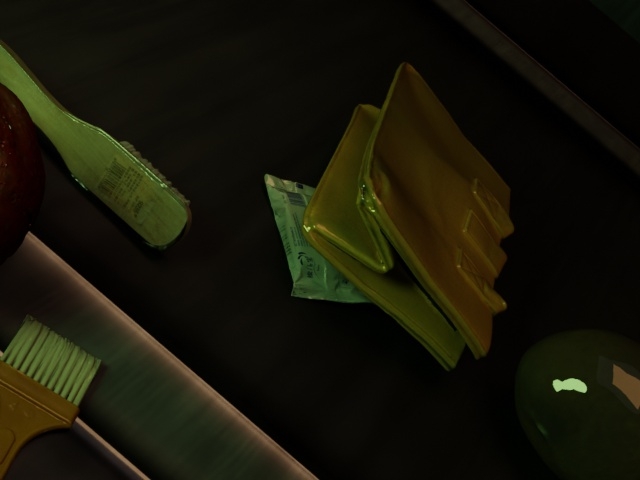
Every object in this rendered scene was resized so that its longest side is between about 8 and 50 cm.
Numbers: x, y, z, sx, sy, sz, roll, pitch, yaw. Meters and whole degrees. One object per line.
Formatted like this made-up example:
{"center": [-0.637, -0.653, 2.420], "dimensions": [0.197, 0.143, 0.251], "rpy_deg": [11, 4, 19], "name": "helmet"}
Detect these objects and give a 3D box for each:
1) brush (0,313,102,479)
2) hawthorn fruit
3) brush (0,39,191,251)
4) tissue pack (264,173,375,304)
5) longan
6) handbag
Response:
{"center": [-0.271, 0.182, 0.813], "dimensions": [0.090, 0.017, 0.314], "rpy_deg": [33, 37, -10], "name": "brush"}
{"center": [-0.322, -0.037, 0.872], "dimensions": [0.181, 0.181, 0.235], "rpy_deg": [-4, 63, -45], "name": "hawthorn fruit"}
{"center": [-0.264, -0.114, 1.106], "dimensions": [0.327, 0.070, 0.065], "rpy_deg": [41, 17, 5], "name": "brush"}
{"center": [0.000, 0.000, 1.248], "dimensions": [0.122, 0.026, 0.193], "rpy_deg": [13, 43, -32], "name": "tissue pack"}
{"center": [0.337, 0.203, 1.196], "dimensions": [0.220, 0.197, 0.196], "rpy_deg": [46, 35, 19], "name": "longan"}
{"center": [0.132, -0.035, 1.299], "dimensions": [0.283, 0.133, 0.401], "rpy_deg": [44, 30, -14], "name": "handbag"}
